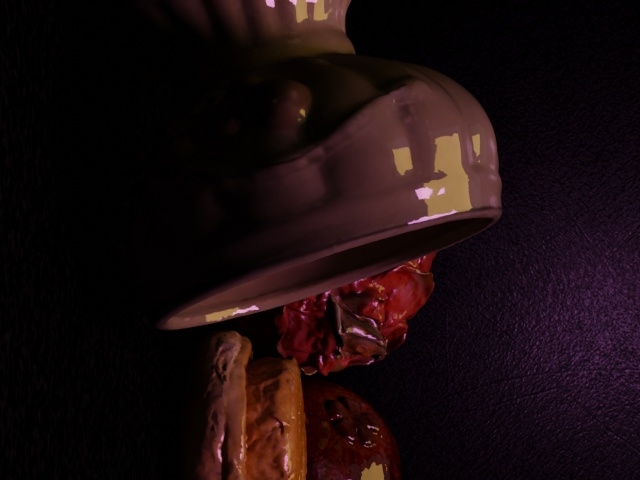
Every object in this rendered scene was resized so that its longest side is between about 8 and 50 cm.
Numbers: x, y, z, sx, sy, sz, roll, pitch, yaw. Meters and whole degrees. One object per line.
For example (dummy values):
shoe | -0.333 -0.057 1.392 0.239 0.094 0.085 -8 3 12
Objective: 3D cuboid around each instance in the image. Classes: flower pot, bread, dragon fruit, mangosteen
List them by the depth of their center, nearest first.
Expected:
flower pot | -0.034 -0.085 1.005 0.307 0.307 0.244 72 -1 -82
bread | -0.075 0.204 1.310 0.236 0.120 0.198 84 6 -54
mangosteen | -0.028 0.279 1.530 0.257 0.215 0.215 -53 -157 34
dragon fruit | 0.000 0.000 1.558 0.343 0.277 0.277 -99 -177 -46
